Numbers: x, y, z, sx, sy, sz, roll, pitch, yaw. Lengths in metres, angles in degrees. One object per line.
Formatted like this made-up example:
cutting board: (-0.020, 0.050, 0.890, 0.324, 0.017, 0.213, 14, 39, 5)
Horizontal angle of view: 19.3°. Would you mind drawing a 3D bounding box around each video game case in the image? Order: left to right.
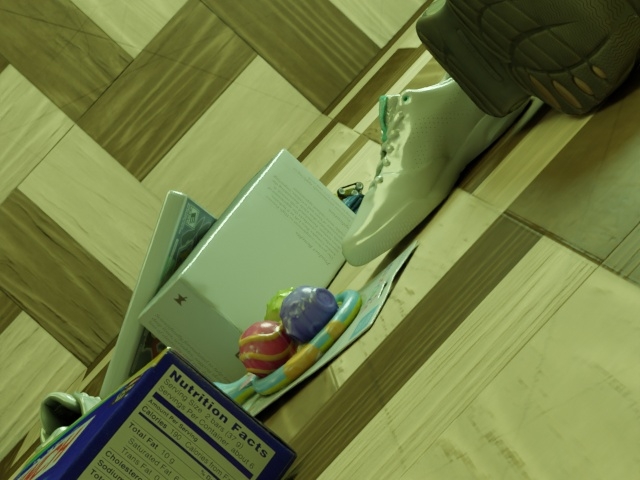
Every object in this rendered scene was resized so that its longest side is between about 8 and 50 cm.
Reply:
video game case: (-0.139, 0.068, 1.778, 0.183, 0.023, 0.201, 41, -115, -72)

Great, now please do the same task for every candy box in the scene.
candy box: (-0.191, 0.246, 1.204, 0.317, 0.122, 0.268, -50, 6, -37)

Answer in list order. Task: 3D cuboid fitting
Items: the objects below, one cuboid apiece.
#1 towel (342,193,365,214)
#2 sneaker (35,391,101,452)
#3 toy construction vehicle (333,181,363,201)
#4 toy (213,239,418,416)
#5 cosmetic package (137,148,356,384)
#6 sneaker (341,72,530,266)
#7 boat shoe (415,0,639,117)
towel: (0.000, 0.000, 1.902, 0.119, 0.029, 0.067, -44, 6, 33)
sneaker: (-0.218, 0.181, 1.846, 0.090, 0.115, 0.232, -46, 6, 11)
toy construction vehicle: (-0.005, -0.018, 1.953, 0.098, 0.035, 0.086, -18, -15, -31)
toy: (-0.034, 0.081, 1.485, 0.237, 0.056, 0.137, -44, 8, 33)
cosmetic package: (-0.059, 0.028, 1.725, 0.085, 0.117, 0.231, -43, 6, 42)
sneaker: (0.074, -0.075, 1.558, 0.212, 0.094, 0.080, -49, 7, -11)
boat shoe: (0.170, -0.178, 1.370, 0.130, 0.132, 0.355, -43, 11, -7)
